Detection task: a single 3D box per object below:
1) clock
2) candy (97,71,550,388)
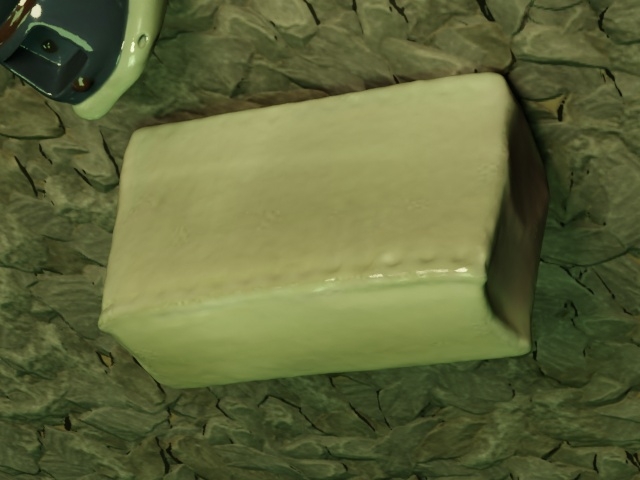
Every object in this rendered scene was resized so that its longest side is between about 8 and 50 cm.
[{"bbox_3d":[-0.240,-0.199,1.321,0.243,0.146,0.200,25,144,-26],"label":"clock"},{"bbox_3d":[0.001,-0.001,1.444,0.359,0.208,0.145,-8,142,22],"label":"candy"}]
